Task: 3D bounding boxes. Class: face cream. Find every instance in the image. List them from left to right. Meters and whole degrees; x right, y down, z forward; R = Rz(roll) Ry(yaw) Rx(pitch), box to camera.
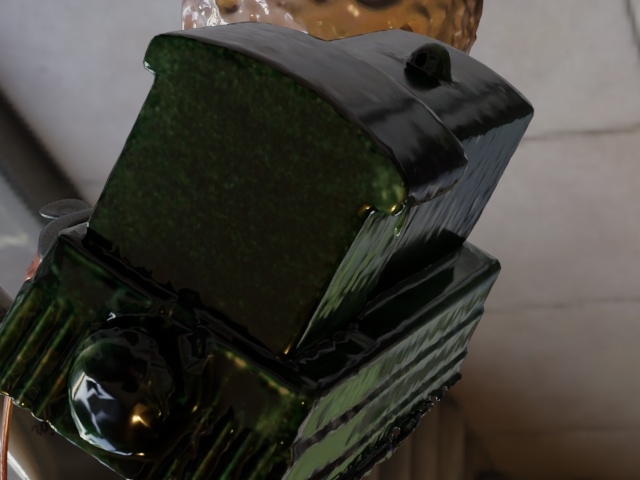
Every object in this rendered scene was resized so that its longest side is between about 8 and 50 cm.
[{"bbox_3d":[-0.256,0.104,1.497,0.143,0.314,0.089,-18,147,-54],"label":"face cream"}]

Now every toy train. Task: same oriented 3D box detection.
[{"bbox_3d":[0.000,0.000,0.785,0.138,0.330,0.178,31,109,13],"label":"toy train"}]

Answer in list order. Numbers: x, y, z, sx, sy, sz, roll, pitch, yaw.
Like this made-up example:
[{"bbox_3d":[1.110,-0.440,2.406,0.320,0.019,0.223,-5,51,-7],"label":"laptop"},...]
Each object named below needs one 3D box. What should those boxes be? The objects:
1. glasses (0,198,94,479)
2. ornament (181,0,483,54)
[{"bbox_3d":[-0.106,0.113,1.260,0.234,0.118,0.268,13,114,-19],"label":"glasses"},{"bbox_3d":[0.009,-0.205,1.575,0.259,0.259,0.225,15,170,-18],"label":"ornament"}]
